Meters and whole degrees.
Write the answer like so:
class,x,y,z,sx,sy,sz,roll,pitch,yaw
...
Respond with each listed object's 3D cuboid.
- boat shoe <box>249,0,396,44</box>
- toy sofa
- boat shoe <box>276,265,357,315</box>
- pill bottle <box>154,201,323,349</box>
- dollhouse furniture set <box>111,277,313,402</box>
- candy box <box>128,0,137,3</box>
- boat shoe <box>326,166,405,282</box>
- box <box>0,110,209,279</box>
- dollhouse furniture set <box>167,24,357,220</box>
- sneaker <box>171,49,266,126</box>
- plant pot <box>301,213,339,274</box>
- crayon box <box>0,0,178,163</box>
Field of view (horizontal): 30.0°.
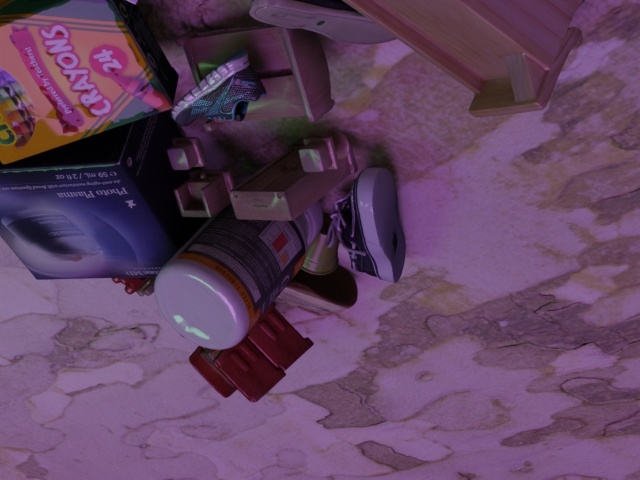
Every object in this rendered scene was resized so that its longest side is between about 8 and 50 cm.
class,x,y,z,sx,sy,sz,roll,pitch,yaw
boat shoe,0.017,-0.302,1.512,0.233,0.079,0.084,9,164,-35
toy sofa,0.139,-0.312,1.442,0.363,0.177,0.150,30,166,-25
boat shoe,-0.080,0.054,2.045,0.302,0.109,0.098,25,143,-29
pill bottle,-0.117,0.025,1.832,0.162,0.278,0.162,20,135,22
dollhouse furniture set,-0.212,0.108,2.114,0.374,0.152,0.201,48,162,-12
candy box,-0.252,-0.390,1.371,0.165,0.196,0.070,23,144,-16
boat shoe,0.067,-0.026,1.882,0.105,0.113,0.306,9,162,14
box,-0.358,-0.087,1.856,0.296,0.182,0.294,-2,145,20
dollhouse furniture set,-0.092,-0.225,1.705,0.303,0.174,0.355,1,117,36
sneaker,-0.136,-0.184,1.601,0.076,0.065,0.166,52,136,-7
plant pot,0.000,0.000,1.974,0.083,0.083,0.079,15,134,-5
crayon box,-0.380,-0.227,1.613,0.319,0.081,0.202,-17,129,15
